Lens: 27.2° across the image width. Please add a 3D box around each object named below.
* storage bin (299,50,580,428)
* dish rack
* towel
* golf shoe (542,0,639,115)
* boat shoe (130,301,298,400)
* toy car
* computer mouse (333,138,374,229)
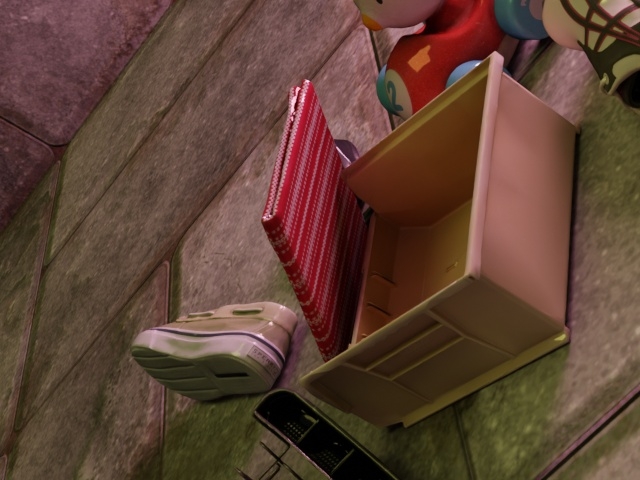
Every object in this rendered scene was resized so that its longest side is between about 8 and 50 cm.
[{"bbox_3d":[0.109,0.010,1.245,0.260,0.123,0.262,-36,33,43],"label":"storage bin"},{"bbox_3d":[-0.048,0.288,1.160,0.271,0.074,0.208,-48,47,-8],"label":"dish rack"},{"bbox_3d":[0.000,0.000,1.353,0.031,0.275,0.199,-4,48,17],"label":"towel"},{"bbox_3d":[0.268,-0.178,1.181,0.120,0.105,0.273,-67,23,-1],"label":"golf shoe"},{"bbox_3d":[-0.128,0.133,1.635,0.302,0.109,0.094,-4,42,52],"label":"boat shoe"},{"bbox_3d":[0.097,-0.252,1.440,0.210,0.238,0.219,-60,22,-3],"label":"toy car"},{"bbox_3d":[0.031,-0.081,1.596,0.184,0.060,0.262,-49,25,24],"label":"computer mouse"}]
